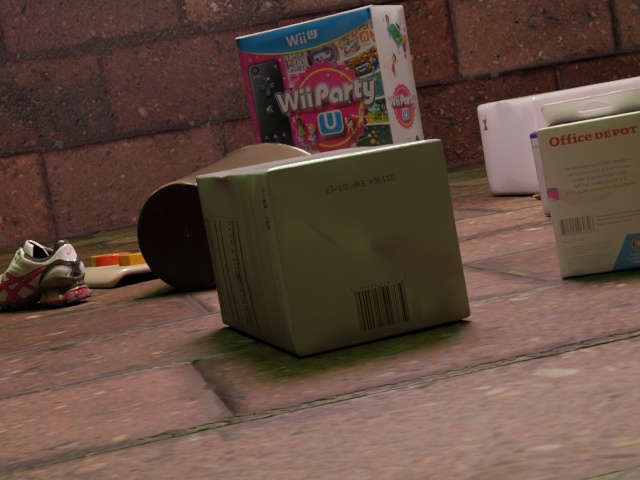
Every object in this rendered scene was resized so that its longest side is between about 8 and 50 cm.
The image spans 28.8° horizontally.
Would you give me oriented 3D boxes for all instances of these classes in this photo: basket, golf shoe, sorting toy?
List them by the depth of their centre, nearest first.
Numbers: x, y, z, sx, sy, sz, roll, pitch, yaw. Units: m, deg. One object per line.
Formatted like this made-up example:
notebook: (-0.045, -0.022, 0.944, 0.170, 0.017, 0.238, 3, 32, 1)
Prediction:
basket: (-0.111, -0.027, 1.515, 0.204, 0.154, 0.227, -10, 8, 23)
golf shoe: (-0.358, 0.041, 1.564, 0.186, 0.086, 0.067, -8, 6, 40)
sorting toy: (-0.242, 0.028, 1.765, 0.208, 0.038, 0.193, -13, 6, -34)

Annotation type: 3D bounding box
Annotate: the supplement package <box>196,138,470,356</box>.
supplement package: (0.000, 0.000, 0.983, 0.139, 0.134, 0.244, -11, 5, -16)

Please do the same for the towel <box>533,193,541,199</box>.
towel: (0.370, -0.073, 1.884, 0.083, 0.009, 0.060, -12, 4, -22)

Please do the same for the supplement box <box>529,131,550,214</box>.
supplement box: (0.388, -0.101, 1.554, 0.220, 0.114, 0.111, -11, 4, -2)

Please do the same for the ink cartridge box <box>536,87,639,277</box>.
ink cartridge box: (0.240, -0.051, 1.038, 0.092, 0.143, 0.090, -8, 5, 21)

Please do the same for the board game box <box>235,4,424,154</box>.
board game box: (0.023, -0.146, 1.687, 0.224, 0.303, 0.097, -7, 5, 34)

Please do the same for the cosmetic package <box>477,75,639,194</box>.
cosmetic package: (0.519, -0.192, 2.078, 0.453, 0.162, 0.230, -11, 5, -14)
